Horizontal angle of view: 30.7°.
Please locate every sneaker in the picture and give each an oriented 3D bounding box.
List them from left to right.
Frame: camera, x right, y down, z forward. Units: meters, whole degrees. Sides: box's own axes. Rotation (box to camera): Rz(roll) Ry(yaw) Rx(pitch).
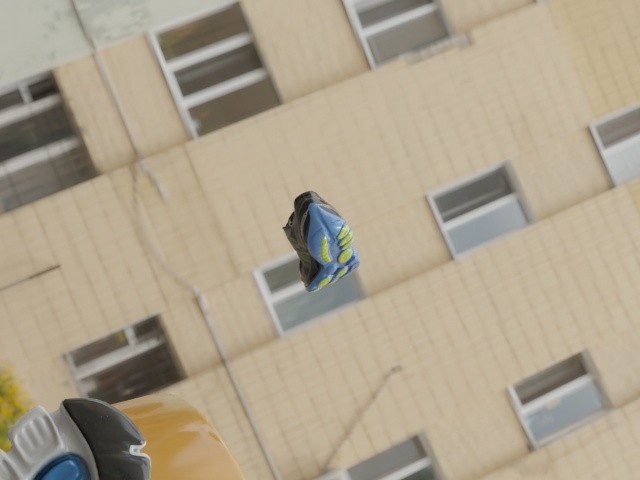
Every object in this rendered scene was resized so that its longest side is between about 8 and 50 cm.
[{"bbox_3d":[-0.125,0.150,0.432,0.071,0.191,0.083,35,-18,6],"label":"sneaker"},{"bbox_3d":[0.000,0.000,1.281,0.078,0.067,0.188,59,-10,21],"label":"sneaker"}]

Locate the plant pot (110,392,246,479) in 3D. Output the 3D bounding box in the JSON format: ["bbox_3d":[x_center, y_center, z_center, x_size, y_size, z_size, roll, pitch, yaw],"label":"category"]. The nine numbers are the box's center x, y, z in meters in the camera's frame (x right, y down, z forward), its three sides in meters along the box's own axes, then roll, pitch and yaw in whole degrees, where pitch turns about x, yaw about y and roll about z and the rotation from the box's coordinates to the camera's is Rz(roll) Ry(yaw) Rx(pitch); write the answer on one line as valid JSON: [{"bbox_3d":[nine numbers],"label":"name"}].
[{"bbox_3d":[-0.148,0.201,0.620,0.205,0.187,0.205,22,-64,54],"label":"plant pot"}]
